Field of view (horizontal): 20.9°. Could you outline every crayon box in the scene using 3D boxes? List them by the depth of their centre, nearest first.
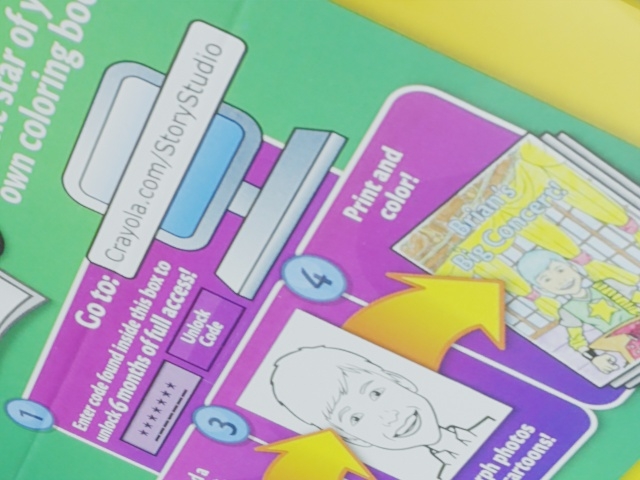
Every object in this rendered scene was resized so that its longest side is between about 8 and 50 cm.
[{"bbox_3d":[0.000,0.000,0.556,0.313,0.106,0.363,25,139,-6],"label":"crayon box"}]
